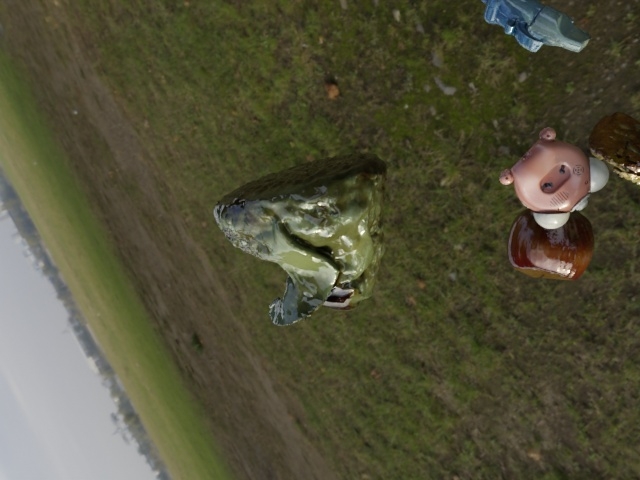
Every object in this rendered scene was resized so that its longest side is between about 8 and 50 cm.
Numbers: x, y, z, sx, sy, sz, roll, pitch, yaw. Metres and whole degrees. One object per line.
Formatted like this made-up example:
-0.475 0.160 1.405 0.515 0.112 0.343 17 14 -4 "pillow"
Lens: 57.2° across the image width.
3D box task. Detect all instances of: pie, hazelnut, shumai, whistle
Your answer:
0.935 -0.259 1.747 0.308 0.308 0.085 50 142 26 "pie"
0.604 0.003 1.543 0.212 0.180 0.181 12 168 20 "hazelnut"
0.000 0.000 1.295 0.395 0.395 0.348 6 120 63 "shumai"
0.484 -0.502 1.343 0.269 0.180 0.093 39 143 21 "whistle"

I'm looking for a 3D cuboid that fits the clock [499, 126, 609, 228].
0.456 -0.119 1.146 0.162 0.093 0.166 42 110 4 "clock"
